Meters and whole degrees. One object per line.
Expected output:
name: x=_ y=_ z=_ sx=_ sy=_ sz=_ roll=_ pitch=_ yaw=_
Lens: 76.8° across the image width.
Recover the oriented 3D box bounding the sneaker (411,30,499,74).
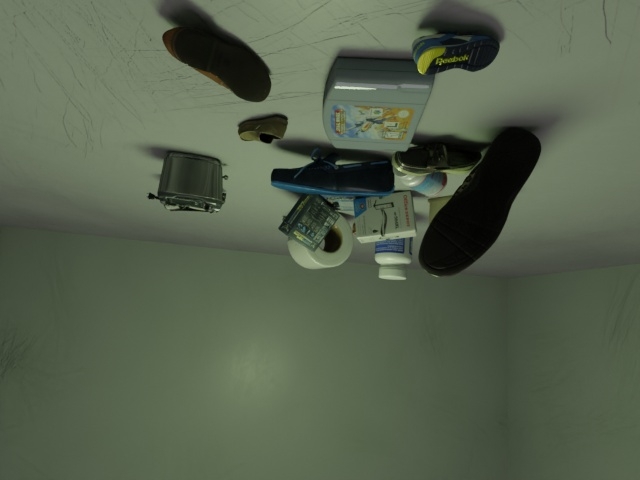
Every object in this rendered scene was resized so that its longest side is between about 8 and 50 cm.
sneaker: x=0.206 y=-0.294 z=0.620 sx=0.144 sy=0.059 sz=0.053 roll=-8 pitch=141 yaw=-16

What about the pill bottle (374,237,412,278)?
pill bottle: x=0.300 y=0.020 z=1.658 sx=0.152 sy=0.272 sz=0.152 roll=5 pitch=169 yaw=1

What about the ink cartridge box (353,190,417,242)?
ink cartridge box: x=0.227 y=-0.081 z=1.415 sx=0.203 sy=0.148 sz=0.086 roll=-8 pitch=165 yaw=15

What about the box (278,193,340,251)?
box: x=-0.037 y=-0.070 z=1.526 sx=0.059 sy=0.183 sz=0.233 roll=35 pitch=180 yaw=30

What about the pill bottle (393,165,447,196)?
pill bottle: x=0.269 y=-0.180 z=1.097 sx=0.087 sy=0.087 sz=0.160 roll=-6 pitch=166 yaw=44

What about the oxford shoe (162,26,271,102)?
oxford shoe: x=-0.172 y=-0.309 z=0.703 sx=0.076 sy=0.076 sz=0.212 roll=34 pitch=-168 yaw=36

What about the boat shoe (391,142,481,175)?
boat shoe: x=0.288 y=-0.206 z=0.990 sx=0.224 sy=0.080 sz=0.073 roll=0 pitch=162 yaw=-15

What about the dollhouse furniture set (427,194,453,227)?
dollhouse furniture set: x=0.563 y=-0.034 z=1.458 sx=0.286 sy=0.198 sz=0.303 roll=-5 pitch=166 yaw=44

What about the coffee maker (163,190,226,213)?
coffee maker: x=-0.462 y=-0.153 z=1.485 sx=0.178 sy=0.120 sz=0.171 roll=4 pitch=170 yaw=6

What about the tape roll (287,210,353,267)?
tape roll: x=0.000 y=0.000 z=1.765 sx=0.246 sy=0.246 sz=0.169 roll=10 pitch=169 yaw=-26

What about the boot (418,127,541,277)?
boot: x=0.381 y=-0.069 z=1.011 sx=0.138 sy=0.377 sz=0.284 roll=31 pitch=-177 yaw=15

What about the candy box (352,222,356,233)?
candy box: x=0.253 y=-0.053 z=1.896 sx=0.187 sy=0.053 sz=0.109 roll=6 pitch=170 yaw=-12

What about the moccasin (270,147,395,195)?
moccasin: x=0.034 y=-0.185 z=1.121 sx=0.342 sy=0.116 sz=0.138 roll=2 pitch=-177 yaw=-12

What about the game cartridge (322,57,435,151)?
game cartridge: x=0.103 y=-0.261 z=0.830 sx=0.198 sy=0.062 sz=0.297 roll=0 pitch=169 yaw=3

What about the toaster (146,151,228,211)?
toaster: x=-0.402 y=-0.178 z=1.240 sx=0.227 sy=0.146 sz=0.129 roll=7 pitch=169 yaw=-14

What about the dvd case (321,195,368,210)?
dvd case: x=0.104 y=-0.153 z=1.501 sx=0.180 sy=0.022 sz=0.253 roll=1 pitch=169 yaw=14

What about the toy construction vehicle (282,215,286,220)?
toy construction vehicle: x=-0.127 y=-0.093 z=1.917 sx=0.098 sy=0.035 sz=0.086 roll=1 pitch=158 yaw=6

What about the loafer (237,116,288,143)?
loafer: x=-0.143 y=-0.257 z=0.963 sx=0.148 sy=0.050 sz=0.056 roll=-4 pitch=167 yaw=38
